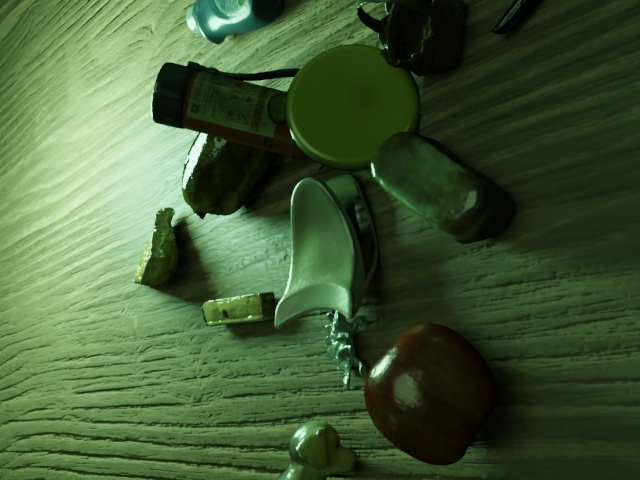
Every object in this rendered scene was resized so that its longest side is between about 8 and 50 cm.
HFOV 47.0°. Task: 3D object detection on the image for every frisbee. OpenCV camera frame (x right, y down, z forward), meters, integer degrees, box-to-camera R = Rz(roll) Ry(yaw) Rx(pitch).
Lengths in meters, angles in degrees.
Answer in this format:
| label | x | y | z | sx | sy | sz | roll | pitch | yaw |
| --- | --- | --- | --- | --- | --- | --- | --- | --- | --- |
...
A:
| label | x | y | z | sx | sy | sz | roll | pitch | yaw |
| --- | --- | --- | --- | --- | --- | --- | --- | --- | --- |
| frisbee | 0.054 | -0.232 | 1.259 | 0.235 | 0.017 | 0.236 | -2 | 74 | 7 |

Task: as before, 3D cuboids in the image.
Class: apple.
| label | x | y | z | sx | sy | sz | roll | pitch | yaw |
| --- | --- | --- | --- | --- | --- | --- | --- | --- | --- |
| apple | 0.155 | 0.211 | 1.029 | 0.168 | 0.181 | 0.181 | 32 | 104 | 22 |

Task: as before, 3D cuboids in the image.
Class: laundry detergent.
| label | x | y | z | sx | sy | sz | roll | pitch | yaw |
| --- | --- | --- | --- | --- | --- | --- | --- | --- | --- |
| laundry detergent | -0.204 | -0.522 | 1.654 | 0.289 | 0.094 | 0.143 | -5 | 82 | 48 |

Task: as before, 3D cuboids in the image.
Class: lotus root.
| label | x | y | z | sx | sy | sz | roll | pitch | yaw |
| --- | --- | --- | --- | --- | --- | --- | --- | --- | --- |
| lotus root | -0.185 | -0.175 | 1.492 | 0.275 | 0.152 | 0.160 | -52 | 38 | 21 |

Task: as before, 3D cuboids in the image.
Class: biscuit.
| label | x | y | z | sx | sy | sz | roll | pitch | yaw |
| --- | --- | --- | --- | --- | --- | --- | --- | --- | --- |
| biscuit | -0.163 | 0.138 | 1.461 | 0.188 | 0.052 | 0.056 | -13 | 83 | 44 |

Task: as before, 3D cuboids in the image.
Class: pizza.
| label | x | y | z | sx | sy | sz | roll | pitch | yaw |
| --- | --- | --- | --- | --- | --- | --- | --- | --- | --- |
| pizza | -0.374 | 0.052 | 1.692 | 0.188 | 0.080 | 0.204 | -100 | 33 | -55 |

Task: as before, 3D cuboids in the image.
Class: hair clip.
| label | x | y | z | sx | sy | sz | roll | pitch | yaw |
| --- | --- | --- | --- | --- | --- | --- | --- | --- | --- |
| hair clip | 0.012 | 0.009 | 1.275 | 0.172 | 0.113 | 0.282 | -14 | 72 | 37 |

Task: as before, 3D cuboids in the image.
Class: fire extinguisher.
| label | x | y | z | sx | sy | sz | roll | pitch | yaw |
| --- | --- | --- | --- | --- | --- | --- | --- | --- | --- |
| fire extinguisher | -0.102 | -0.253 | 1.341 | 0.113 | 0.376 | 0.200 | 103 | -177 | -82 |

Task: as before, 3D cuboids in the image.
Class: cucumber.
| label | x | y | z | sx | sy | sz | roll | pitch | yaw |
| --- | --- | --- | --- | --- | --- | --- | --- | --- | --- |
| cucumber | 0.327 | -0.381 | 1.104 | 0.184 | 0.033 | 0.036 | -49 | 24 | 25 |

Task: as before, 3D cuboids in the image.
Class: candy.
| label | x | y | z | sx | sy | sz | roll | pitch | yaw |
| --- | --- | --- | --- | --- | --- | --- | --- | --- | --- |
| candy | 0.180 | -0.084 | 1.123 | 0.234 | 0.104 | 0.102 | 47 | 114 | 42 |

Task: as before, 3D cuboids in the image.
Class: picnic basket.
| label | x | y | z | sx | sy | sz | roll | pitch | yaw |
| --- | --- | --- | --- | --- | --- | --- | --- | --- | --- |
| picnic basket | 0.139 | -0.349 | 1.181 | 0.128 | 0.178 | 0.138 | 0 | 79 | 46 |

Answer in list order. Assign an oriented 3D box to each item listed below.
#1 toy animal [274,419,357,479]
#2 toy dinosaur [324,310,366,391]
| label | x | y | z | sx | sy | sz | roll | pitch | yaw |
| --- | --- | --- | --- | --- | --- | --- | --- | --- | --- |
| toy animal | -0.029 | 0.413 | 1.209 | 0.233 | 0.121 | 0.169 | -56 | 29 | 33 |
| toy dinosaur | 0.040 | 0.153 | 1.256 | 0.082 | 0.039 | 0.209 | -20 | 61 | 50 |
